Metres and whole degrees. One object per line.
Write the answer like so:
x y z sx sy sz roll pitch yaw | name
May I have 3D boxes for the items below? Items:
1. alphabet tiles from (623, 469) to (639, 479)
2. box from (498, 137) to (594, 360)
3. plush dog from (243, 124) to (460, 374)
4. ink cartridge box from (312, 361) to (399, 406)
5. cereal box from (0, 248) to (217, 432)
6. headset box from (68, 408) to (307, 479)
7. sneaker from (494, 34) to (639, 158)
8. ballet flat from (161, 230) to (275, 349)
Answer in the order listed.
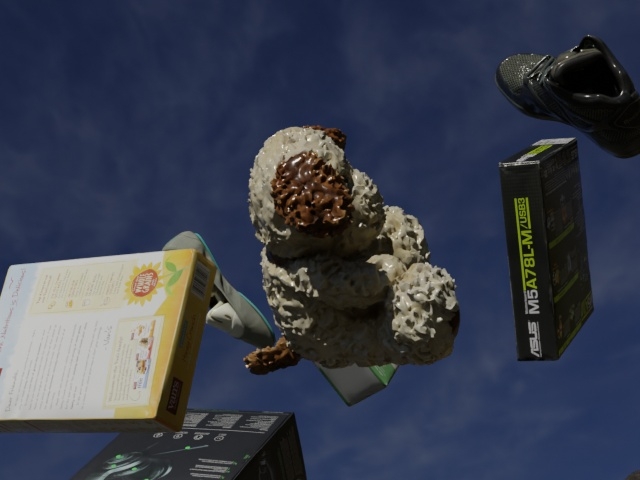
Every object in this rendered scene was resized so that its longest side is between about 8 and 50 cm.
0.442 0.301 1.169 0.284 0.278 0.021 -49 -32 6 | alphabet tiles
0.219 0.003 1.120 0.045 0.184 0.190 -1 11 23 | box
0.000 0.000 1.108 0.210 0.262 0.225 -17 -72 1 | plush dog
0.065 0.144 1.904 0.093 0.212 0.154 -34 -82 33 | ink cartridge box
-0.225 0.100 1.139 0.240 0.173 0.047 -5 -29 30 | cereal box
-0.189 0.348 1.587 0.246 0.283 0.131 -2 -72 24 | headset box
0.271 -0.186 1.315 0.087 0.227 0.130 -42 -48 -6 | sneaker
-0.151 0.084 1.666 0.068 0.213 0.072 -33 -8 -34 | ballet flat
